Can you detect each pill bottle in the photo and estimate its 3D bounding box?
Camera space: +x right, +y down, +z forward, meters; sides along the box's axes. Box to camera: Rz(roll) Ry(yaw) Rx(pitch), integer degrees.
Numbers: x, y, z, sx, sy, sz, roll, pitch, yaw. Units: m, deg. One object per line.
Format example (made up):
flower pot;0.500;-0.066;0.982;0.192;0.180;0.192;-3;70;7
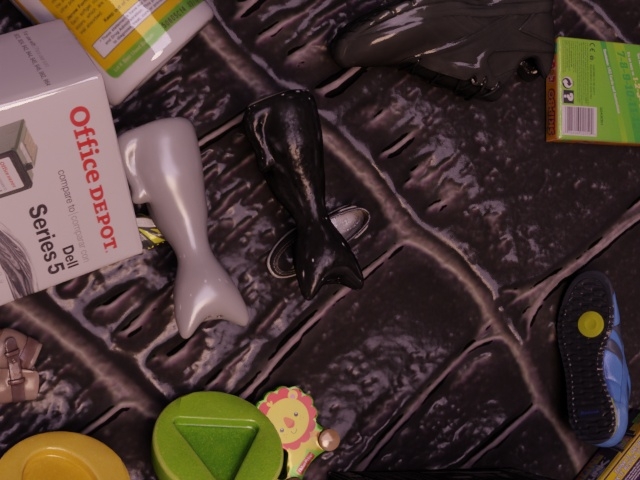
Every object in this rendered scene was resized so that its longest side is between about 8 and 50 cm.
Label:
pill bottle;-0.228;-0.258;0.823;0.136;0.136;0.245;-46;104;-16

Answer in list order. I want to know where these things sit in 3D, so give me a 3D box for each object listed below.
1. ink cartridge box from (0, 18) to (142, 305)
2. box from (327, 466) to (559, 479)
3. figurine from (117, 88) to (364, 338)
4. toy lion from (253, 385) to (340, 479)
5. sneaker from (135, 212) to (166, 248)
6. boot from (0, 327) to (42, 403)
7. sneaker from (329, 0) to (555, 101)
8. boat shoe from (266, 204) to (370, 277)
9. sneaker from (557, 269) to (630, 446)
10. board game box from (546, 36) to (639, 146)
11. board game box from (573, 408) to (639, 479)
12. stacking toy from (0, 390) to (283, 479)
ink cartridge box;-0.308;-0.045;0.753;0.273;0.115;0.198;-22;135;-20
box;0.170;0.282;0.871;0.243;0.307;0.076;5;83;-21
figurine;-0.075;-0.023;0.874;0.215;0.092;0.209;-17;84;-25
toy lion;-0.037;0.208;0.943;0.096;0.034;0.100;39;76;-9
sneaker;-0.168;-0.008;0.900;0.083;0.031;0.035;8;104;-20
boot;-0.311;0.140;0.835;0.087;0.042;0.118;13;91;-28
sneaker;0.149;-0.212;0.987;0.286;0.109;0.130;-13;99;-19
boat shoe;0.000;0.000;0.955;0.125;0.038;0.046;-29;98;-19
sneaker;0.335;0.142;1.074;0.082;0.069;0.209;13;73;-53
board game box;0.399;-0.180;1.114;0.260;0.039;0.124;0;89;-18
board game box;0.386;0.316;1.090;0.170;0.048;0.141;-44;101;-16
stacking toy;-0.128;0.299;0.825;0.280;0.130;0.309;-20;54;-44
